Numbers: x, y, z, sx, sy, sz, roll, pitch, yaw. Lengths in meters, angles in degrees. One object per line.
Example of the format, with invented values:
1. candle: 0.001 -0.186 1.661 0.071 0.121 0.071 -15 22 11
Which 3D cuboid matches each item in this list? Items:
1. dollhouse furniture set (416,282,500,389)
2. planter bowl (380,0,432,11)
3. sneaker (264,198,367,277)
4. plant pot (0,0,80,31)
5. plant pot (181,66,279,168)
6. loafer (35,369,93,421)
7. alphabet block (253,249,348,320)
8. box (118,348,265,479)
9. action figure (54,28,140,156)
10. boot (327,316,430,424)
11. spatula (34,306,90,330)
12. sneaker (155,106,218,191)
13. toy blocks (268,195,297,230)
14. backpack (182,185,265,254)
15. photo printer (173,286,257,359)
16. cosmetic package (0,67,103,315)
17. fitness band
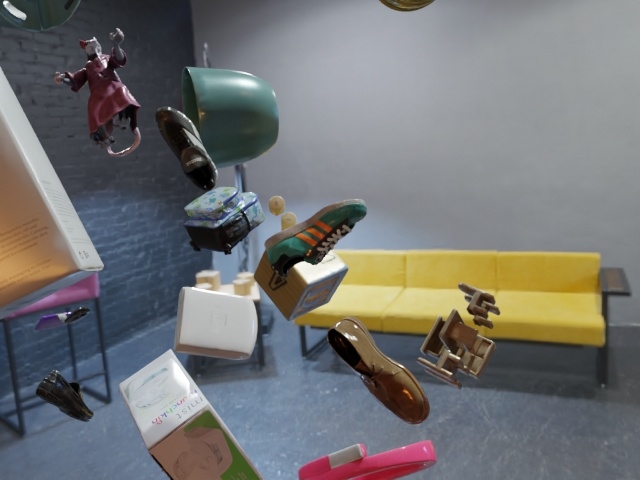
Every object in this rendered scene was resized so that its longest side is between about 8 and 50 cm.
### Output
1. dollhouse furniture set: 0.315 0.231 1.413 0.161 0.212 0.242 23 -15 33
2. planter bowl: 0.209 -0.571 1.192 0.217 0.217 0.090 -7 35 -19
3. sneaker: 0.000 0.000 1.551 0.302 0.121 0.108 -28 -23 13
4. plant pot: -0.718 -0.607 1.245 0.334 0.341 0.341 21 19 23
5. plant pot: -0.254 -0.350 1.666 0.235 0.293 0.293 -8 10 -19
6. loafer: -0.662 0.417 1.544 0.076 0.223 0.078 12 57 22
7. alphabet block: -0.064 0.101 1.834 0.192 0.193 0.197 -19 59 -41
8. box: -0.233 0.372 1.077 0.127 0.262 0.231 -36 28 -18
9. action figure: -0.683 -0.502 1.889 0.248 0.370 0.276 -21 -17 3
10. boot: 0.125 0.314 1.360 0.305 0.112 0.115 46 16 15
11. spatula: -0.567 0.174 1.304 0.084 0.030 0.296 -6 -6 -39
12. sneaker: -0.313 -0.213 1.396 0.078 0.234 0.106 -29 30 -2
13. toy blocks: -0.127 -0.076 1.961 0.054 0.123 0.148 -35 -10 -11
14. backpack: -0.152 -0.040 0.936 0.105 0.084 0.114 5 32 42
15. photo printer: -0.389 0.319 2.210 0.308 0.256 0.107 13 -33 -22
16. cosmetic package: -0.485 -0.080 0.813 0.197 0.365 0.155 -26 1 -9
17. fitness band: 0.089 0.449 1.141 0.291 0.054 0.209 -33 -37 33
